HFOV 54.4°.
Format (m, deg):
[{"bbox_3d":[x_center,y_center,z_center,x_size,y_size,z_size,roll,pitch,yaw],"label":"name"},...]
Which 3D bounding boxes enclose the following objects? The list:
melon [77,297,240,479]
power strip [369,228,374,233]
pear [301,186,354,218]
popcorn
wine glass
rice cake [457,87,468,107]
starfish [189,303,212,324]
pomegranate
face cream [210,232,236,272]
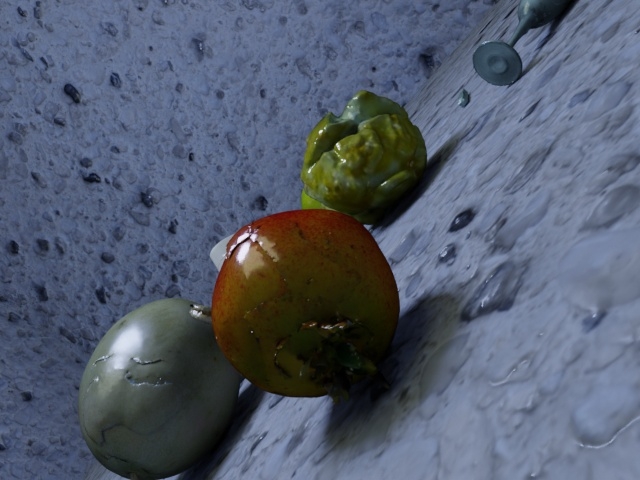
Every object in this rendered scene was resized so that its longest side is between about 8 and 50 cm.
[{"bbox_3d":[-0.274,0.260,1.079,0.268,0.268,0.330,-45,24,33],"label":"melon"},{"bbox_3d":[0.030,0.057,1.176,0.216,0.044,0.137,-46,6,32],"label":"power strip"},{"bbox_3d":[0.046,-0.123,1.505,0.219,0.187,0.187,-34,13,32],"label":"pear"},{"bbox_3d":[0.079,-0.150,1.260,0.276,0.225,0.276,-14,-22,-6],"label":"popcorn"},{"bbox_3d":[0.379,-0.408,1.295,0.309,0.096,0.264,-52,6,-27],"label":"wine glass"},{"bbox_3d":[0.342,-0.342,1.493,0.022,0.021,0.121,-58,2,27],"label":"rice cake"},{"bbox_3d":[-0.082,0.083,1.118,0.375,0.094,0.327,-28,2,45],"label":"starfish"},{"bbox_3d":[-0.012,0.070,0.665,0.210,0.210,0.235,-49,31,4],"label":"pomegranate"},{"bbox_3d":[-0.140,0.065,1.439,0.173,0.081,0.348,-26,28,-11],"label":"face cream"}]
